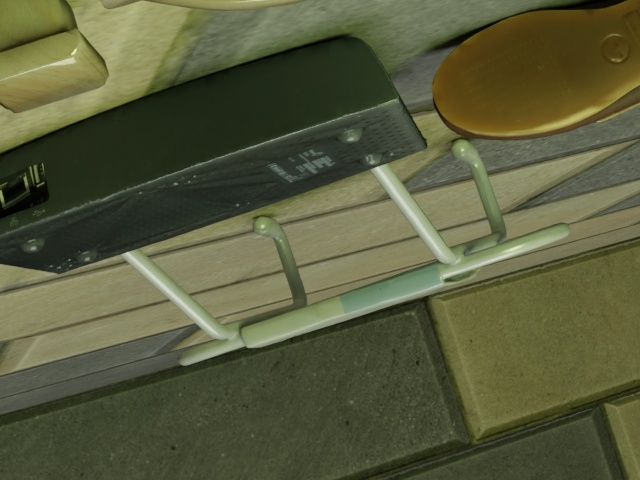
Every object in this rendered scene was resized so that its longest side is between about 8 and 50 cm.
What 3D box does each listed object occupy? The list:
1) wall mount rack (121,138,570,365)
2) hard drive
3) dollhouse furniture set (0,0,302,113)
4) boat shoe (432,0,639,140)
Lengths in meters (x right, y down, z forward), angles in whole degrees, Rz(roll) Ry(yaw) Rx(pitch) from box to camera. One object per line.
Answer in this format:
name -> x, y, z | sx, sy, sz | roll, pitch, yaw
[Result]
wall mount rack -> 0.000, 0.000, 0.962 | 0.350, 0.130, 0.304 | -21, 175, 22
hard drive -> -0.071, -0.044, 0.721 | 0.254, 0.054, 0.172 | -18, 172, 9
dollhouse furniture set -> -0.023, -0.049, 0.365 | 0.355, 0.174, 0.303 | -17, 173, 1
boat shoe -> 0.166, -0.105, 0.739 | 0.207, 0.073, 0.073 | -17, 170, 0
